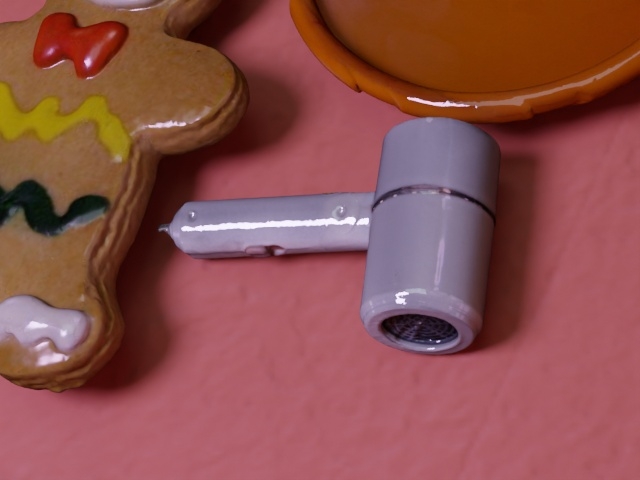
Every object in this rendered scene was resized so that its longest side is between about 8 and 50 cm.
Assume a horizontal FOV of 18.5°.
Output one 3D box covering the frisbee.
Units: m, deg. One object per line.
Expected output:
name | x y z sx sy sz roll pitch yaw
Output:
frisbee | 0.078 -0.124 0.816 0.192 0.035 0.192 -7 58 11

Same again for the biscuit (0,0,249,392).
biscuit | -0.106 -0.054 0.811 0.158 0.035 0.240 8 63 29

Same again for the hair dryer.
hair dryer | 0.000 0.000 0.763 0.137 0.047 0.082 -2 61 21
